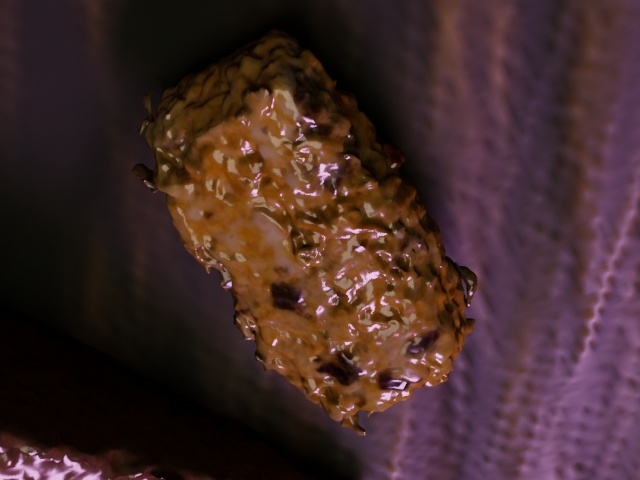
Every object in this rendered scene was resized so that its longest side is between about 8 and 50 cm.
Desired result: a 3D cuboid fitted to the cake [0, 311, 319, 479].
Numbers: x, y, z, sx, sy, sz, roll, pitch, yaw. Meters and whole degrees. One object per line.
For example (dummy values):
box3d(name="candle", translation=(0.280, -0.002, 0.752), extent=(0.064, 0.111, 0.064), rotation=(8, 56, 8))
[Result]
box3d(name="cake", translation=(-0.112, 0.091, 0.566), extent=(0.295, 0.113, 0.116), rotation=(26, 114, -28))

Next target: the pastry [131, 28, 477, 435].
box3d(name="pastry", translation=(0.000, 0.000, 0.515), extent=(0.080, 0.056, 0.140), rotation=(-24, 121, 29))
